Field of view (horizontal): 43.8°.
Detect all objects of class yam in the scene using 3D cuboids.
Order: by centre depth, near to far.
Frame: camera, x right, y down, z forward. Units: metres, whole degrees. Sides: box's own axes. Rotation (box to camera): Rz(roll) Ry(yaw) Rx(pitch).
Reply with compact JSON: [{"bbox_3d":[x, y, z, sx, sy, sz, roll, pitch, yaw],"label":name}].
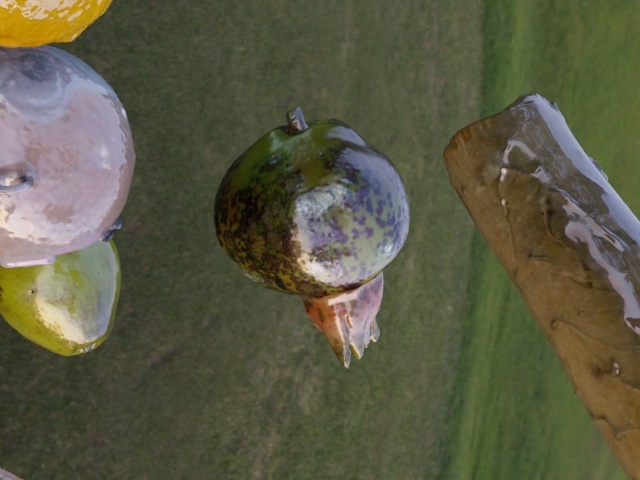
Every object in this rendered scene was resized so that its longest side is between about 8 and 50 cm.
[{"bbox_3d":[0.175,0.089,0.372,0.371,0.083,0.083,58,13,20],"label":"yam"}]

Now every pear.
[{"bbox_3d":[-0.423,0.055,1.273,0.212,0.212,0.269,-3,71,-67],"label":"pear"}]

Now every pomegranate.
[{"bbox_3d":[0.016,-0.007,0.905,0.276,0.204,0.222,43,3,-18],"label":"pomegranate"}]

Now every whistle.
[{"bbox_3d":[-0.257,-0.091,0.687,0.348,0.189,0.189,-138,-137,-68],"label":"whistle"}]

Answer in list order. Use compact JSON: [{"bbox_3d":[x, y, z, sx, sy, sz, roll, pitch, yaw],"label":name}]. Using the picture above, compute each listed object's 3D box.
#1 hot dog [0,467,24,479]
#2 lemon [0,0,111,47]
[{"bbox_3d":[-0.392,0.274,0.911,0.133,0.056,0.041,45,55,-33],"label":"hot dog"},{"bbox_3d":[-0.213,-0.200,0.524,0.187,0.142,0.142,-25,116,-59],"label":"lemon"}]
